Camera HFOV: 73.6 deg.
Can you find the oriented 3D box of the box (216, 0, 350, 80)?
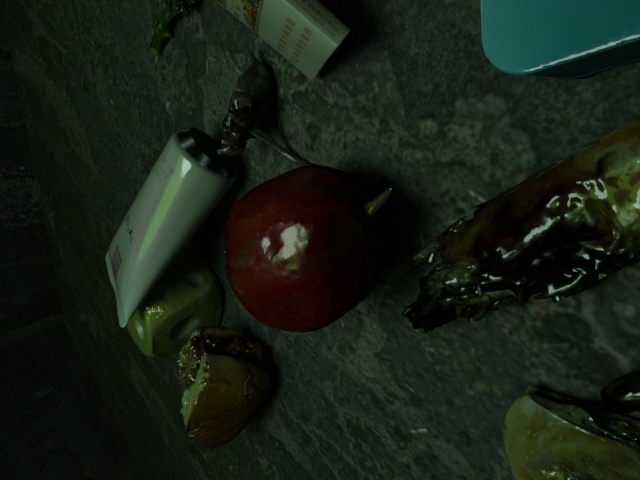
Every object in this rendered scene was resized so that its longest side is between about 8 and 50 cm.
[{"bbox_3d":[-0.076,-0.261,0.443,0.220,0.032,0.122,35,177,-14],"label":"box"}]

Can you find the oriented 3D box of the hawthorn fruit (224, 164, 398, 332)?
[{"bbox_3d":[0.000,0.000,0.479,0.251,0.189,0.190,-24,86,44],"label":"hawthorn fruit"}]

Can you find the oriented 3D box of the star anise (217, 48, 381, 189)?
[{"bbox_3d":[-0.031,-0.144,0.581,0.227,0.218,0.148,26,97,-7],"label":"star anise"}]

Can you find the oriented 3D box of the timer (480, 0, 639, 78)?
[{"bbox_3d":[0.195,-0.237,0.225,0.231,0.091,0.250,-4,98,51],"label":"timer"}]

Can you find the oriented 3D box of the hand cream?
[{"bbox_3d":[-0.285,-0.029,0.747,0.359,0.118,0.186,-48,55,21],"label":"hand cream"}]

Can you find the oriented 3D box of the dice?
[{"bbox_3d":[-0.319,0.128,0.906,0.169,0.166,0.169,44,134,30],"label":"dice"}]

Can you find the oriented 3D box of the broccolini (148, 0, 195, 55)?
[{"bbox_3d":[-0.256,-0.375,0.736,0.216,0.058,0.067,-23,46,58],"label":"broccolini"}]

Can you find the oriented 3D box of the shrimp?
[{"bbox_3d":[0.222,0.048,0.329,0.365,0.071,0.233,-38,81,44],"label":"shrimp"}]

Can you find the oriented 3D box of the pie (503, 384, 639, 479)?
[{"bbox_3d":[0.261,0.231,0.364,0.218,0.052,0.185,10,118,49],"label":"pie"}]

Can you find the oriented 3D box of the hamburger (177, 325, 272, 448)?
[{"bbox_3d":[-0.192,0.283,0.831,0.282,0.245,0.155,51,-166,-47],"label":"hamburger"}]
